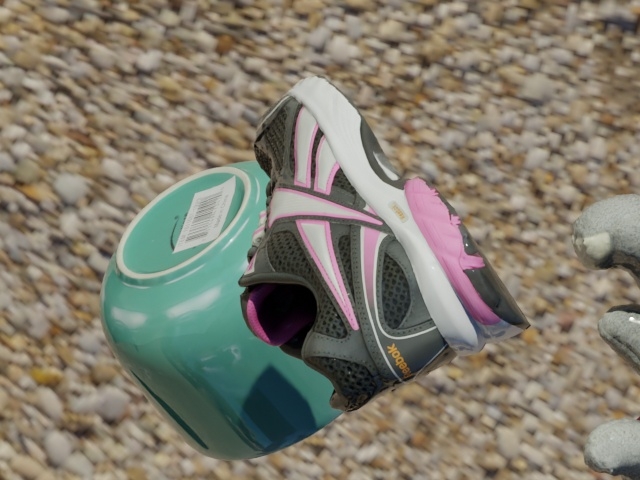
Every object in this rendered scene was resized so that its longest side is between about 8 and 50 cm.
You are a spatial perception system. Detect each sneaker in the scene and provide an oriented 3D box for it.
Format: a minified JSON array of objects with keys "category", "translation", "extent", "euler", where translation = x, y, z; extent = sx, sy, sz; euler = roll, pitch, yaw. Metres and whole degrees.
[{"category":"sneaker","translation":[0.000,0.000,0.679],"extent":[0.077,0.178,0.072],"euler":[-34,115,-3]}]

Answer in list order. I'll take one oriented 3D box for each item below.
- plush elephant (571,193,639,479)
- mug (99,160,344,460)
[{"category":"plush elephant","translation":[0.286,0.147,1.387],"extent":[0.255,0.272,0.330],"euler":[-48,119,-25]},{"category":"mug","translation":[-0.046,0.021,0.921],"extent":[0.129,0.158,0.097],"euler":[-43,122,-11]}]
